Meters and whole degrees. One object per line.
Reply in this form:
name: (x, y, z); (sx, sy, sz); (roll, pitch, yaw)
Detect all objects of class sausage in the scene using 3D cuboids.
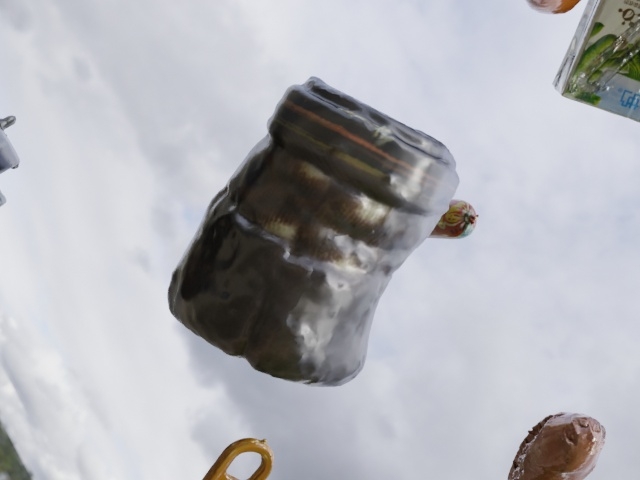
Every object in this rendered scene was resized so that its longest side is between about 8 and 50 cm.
sausage: (0.258, 0.300, 1.061); (0.087, 0.079, 0.326); (36, -38, 33)
sausage: (0.197, -0.039, 1.603); (0.264, 0.083, 0.083); (4, -61, 64)

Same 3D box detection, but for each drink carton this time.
drink carton: (0.509, -0.349, 1.380); (0.194, 0.132, 0.324); (20, -71, 2)

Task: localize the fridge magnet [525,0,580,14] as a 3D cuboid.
fridge magnet: (0.312, -0.447, 1.065); (0.155, 0.363, 0.363); (25, -39, 20)

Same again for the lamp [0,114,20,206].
lamp: (-0.380, -0.109, 0.764); (0.272, 0.374, 0.205); (45, -2, -17)

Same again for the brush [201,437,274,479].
brush: (-0.137, 0.273, 0.707); (0.090, 0.314, 0.017); (35, 8, -26)

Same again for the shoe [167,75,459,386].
shoe: (0.000, 0.000, 0.777); (0.171, 0.237, 0.384); (30, 6, 1)
